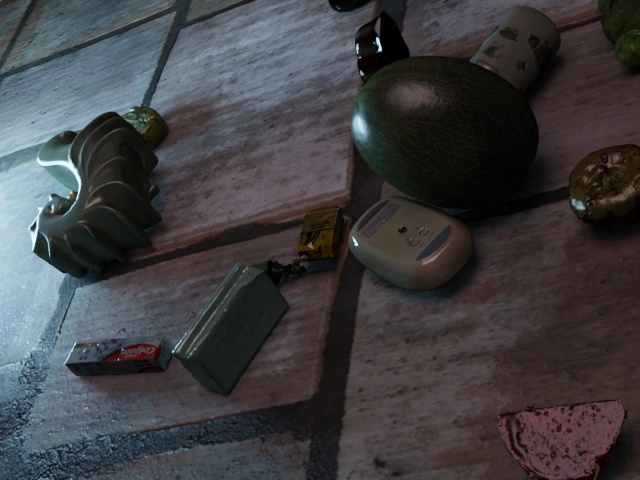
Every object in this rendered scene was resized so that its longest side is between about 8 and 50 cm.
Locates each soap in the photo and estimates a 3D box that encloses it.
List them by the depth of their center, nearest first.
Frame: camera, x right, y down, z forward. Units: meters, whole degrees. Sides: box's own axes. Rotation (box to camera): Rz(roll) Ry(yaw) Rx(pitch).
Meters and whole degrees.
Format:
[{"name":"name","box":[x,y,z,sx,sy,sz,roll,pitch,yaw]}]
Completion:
[{"name":"soap","box":[-0.146,0.146,1.786,0.063,0.114,0.198,9,56,42]}]

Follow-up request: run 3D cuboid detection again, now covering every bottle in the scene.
[{"name":"bottle","box":[0.317,-0.294,1.914,0.120,0.120,0.253,19,63,47]}]

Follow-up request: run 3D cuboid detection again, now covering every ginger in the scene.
[{"name":"ginger","box":[0.558,-0.403,1.880,0.137,0.089,0.290,-40,28,24]}]

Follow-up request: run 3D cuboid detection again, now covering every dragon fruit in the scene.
[{"name":"dragon fruit","box":[0.310,0.265,1.347,0.162,0.083,0.106,-9,56,17]}]

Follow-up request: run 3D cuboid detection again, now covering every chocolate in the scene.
[{"name":"chocolate","box":[0.118,-0.379,2.154,0.080,0.148,0.125,-9,6,31]}]

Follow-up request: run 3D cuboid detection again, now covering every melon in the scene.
[{"name":"melon","box":[0.199,-0.178,1.739,0.302,0.237,0.237,21,56,5]}]

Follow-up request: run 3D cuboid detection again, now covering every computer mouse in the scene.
[{"name":"computer mouse","box":[0.148,0.007,1.739,0.145,0.082,0.236,-47,37,-15]}]

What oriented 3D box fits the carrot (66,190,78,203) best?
[{"name":"carrot","box":[-0.545,-0.090,2.396,0.256,0.061,0.061,-47,39,-10]}]

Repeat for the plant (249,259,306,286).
[{"name":"plant","box":[-0.075,0.057,1.883,0.102,0.051,0.051,-11,43,20]}]

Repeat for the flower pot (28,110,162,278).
[{"name":"flower pot","box":[-0.470,-0.111,2.243,0.254,0.164,0.367,-24,48,18]}]

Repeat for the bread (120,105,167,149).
[{"name":"bread","box":[-0.426,-0.256,2.477,0.156,0.064,0.117,19,60,46]}]

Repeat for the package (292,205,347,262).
[{"name":"package","box":[0.000,0.000,1.888,0.071,0.047,0.131,-10,43,22]}]

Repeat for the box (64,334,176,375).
[{"name":"box","box":[-0.365,0.209,1.942,0.218,0.039,0.055,-7,44,32]}]

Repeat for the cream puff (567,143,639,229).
[{"name":"cream puff","box":[0.441,-0.074,1.606,0.149,0.084,0.149,-24,39,21]}]

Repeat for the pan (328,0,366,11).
[{"name":"pan","box":[0.074,-0.606,2.498,0.115,0.040,0.212,-16,48,24]}]
